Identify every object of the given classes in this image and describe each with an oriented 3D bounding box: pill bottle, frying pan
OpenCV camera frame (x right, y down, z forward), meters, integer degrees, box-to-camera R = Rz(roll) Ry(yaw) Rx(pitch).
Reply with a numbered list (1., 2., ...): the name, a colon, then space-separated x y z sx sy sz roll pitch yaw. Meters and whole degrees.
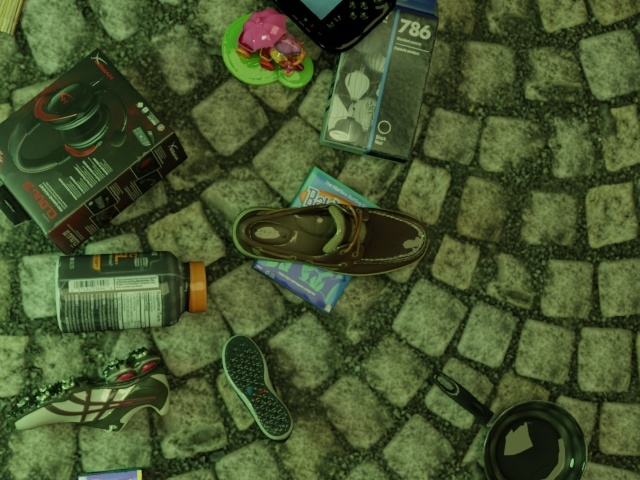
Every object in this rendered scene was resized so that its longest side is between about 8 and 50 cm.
1. pill bottle: -0.313 0.084 1.731 0.245 0.130 0.131 -3 88 -10
2. frying pan: 0.325 0.369 1.864 0.326 0.053 0.197 16 85 -6

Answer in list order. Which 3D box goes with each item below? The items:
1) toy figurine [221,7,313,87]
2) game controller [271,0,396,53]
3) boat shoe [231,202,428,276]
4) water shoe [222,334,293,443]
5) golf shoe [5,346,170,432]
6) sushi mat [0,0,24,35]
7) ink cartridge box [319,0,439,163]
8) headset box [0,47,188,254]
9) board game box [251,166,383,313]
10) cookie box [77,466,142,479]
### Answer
1. toy figurine: -0.080 -0.333 1.772 0.173 0.159 0.130 28 84 -8
2. game controller: -0.020 -0.468 1.798 0.166 0.067 0.319 -41 76 -10
3. boat shoe: 0.025 -0.006 1.744 0.341 0.123 0.123 6 86 -9
4. water shoe: -0.114 0.261 1.789 0.073 0.080 0.203 -22 66 -13
5. golf shoe: -0.384 0.277 1.727 0.272 0.105 0.120 -19 98 -9
6. sushi mat: -0.554 -0.523 1.773 0.151 0.019 0.317 16 85 -7
7. ink cartridge box: 0.111 -0.316 1.852 0.165 0.065 0.333 12 85 -8
8. headset box: -0.404 -0.137 1.701 0.293 0.110 0.218 -40 72 -8
9. board game box: 0.000 0.000 1.827 0.160 0.047 0.210 31 82 -7
10. cookie box: -0.354 0.436 1.754 0.107 0.040 0.092 -4 88 -10
